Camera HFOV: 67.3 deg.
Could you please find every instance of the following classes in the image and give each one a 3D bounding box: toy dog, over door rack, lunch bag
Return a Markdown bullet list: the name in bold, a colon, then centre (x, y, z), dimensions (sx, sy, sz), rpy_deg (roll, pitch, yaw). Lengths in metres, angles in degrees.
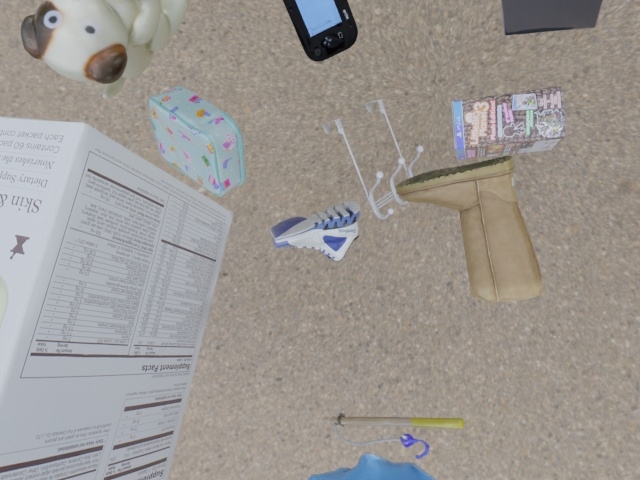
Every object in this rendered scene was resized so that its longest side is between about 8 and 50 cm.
- **toy dog**: centre (-0.574, -0.542, 1.228), dimensions (0.285, 0.407, 0.395), rpy_deg (30, 115, -15)
- **over door rack**: centre (0.184, -0.254, 1.406), dimensions (0.108, 0.240, 0.324), rpy_deg (-25, 97, 50)
- **lunch bag**: centre (-0.313, -0.250, 1.225), dimensions (0.279, 0.108, 0.223), rpy_deg (35, 148, 27)

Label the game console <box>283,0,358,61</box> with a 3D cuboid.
- **game console**: centre (-0.031, -0.498, 0.815), dimensions (0.213, 0.044, 0.361), rpy_deg (-15, 111, 27)

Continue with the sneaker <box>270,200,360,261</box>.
- **sneaker**: centre (0.001, 0.000, 1.633), dimensions (0.316, 0.127, 0.182), rpy_deg (-17, 119, -5)

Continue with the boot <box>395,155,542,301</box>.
- **boot**: centre (0.284, -0.008, 0.935), dimensions (0.236, 0.089, 0.269), rpy_deg (-8, 106, 29)

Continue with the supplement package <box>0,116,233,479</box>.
- **supplement package**: centre (-0.228, 0.062, 0.384), dimensions (0.200, 0.198, 0.262), rpy_deg (8, 80, 19)

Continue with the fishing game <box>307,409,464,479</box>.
- **fishing game**: centre (0.004, 0.215, 0.305), dimensions (0.189, 0.264, 0.041), rpy_deg (-17, 116, 47)

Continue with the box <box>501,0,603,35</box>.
- **box**: centre (0.413, -0.571, 0.843), dimensions (0.183, 0.296, 0.293), rpy_deg (3, 87, 24)

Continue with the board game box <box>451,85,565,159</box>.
- **board game box**: centre (0.549, -0.339, 1.433), dimensions (0.292, 0.232, 0.140), rpy_deg (-3, 90, 17)
